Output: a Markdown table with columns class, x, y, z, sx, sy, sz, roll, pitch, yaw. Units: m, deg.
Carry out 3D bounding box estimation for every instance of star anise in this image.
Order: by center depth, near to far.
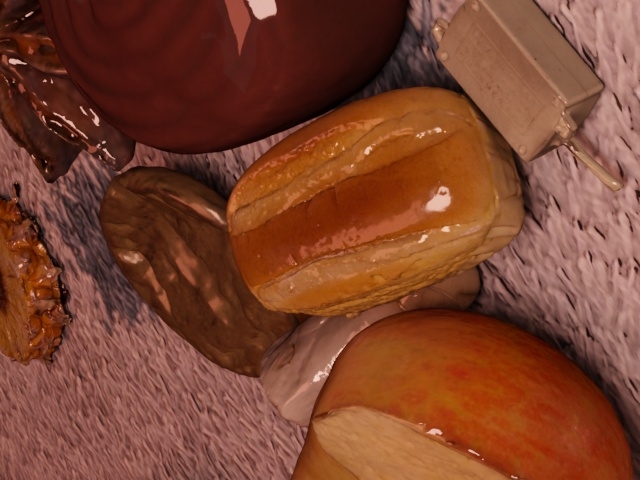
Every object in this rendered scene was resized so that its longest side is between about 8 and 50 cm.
| class | x | y | z | sx | sy | sz | roll | pitch | yaw |
| --- | --- | --- | --- | --- | --- | --- | --- | --- | --- |
| star anise | -0.258 | -0.202 | 1.766 | 0.332 | 0.117 | 0.331 | 36 | 145 | 30 |

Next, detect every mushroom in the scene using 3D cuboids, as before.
| class | x | y | z | sx | sy | sz | roll | pitch | yaw |
| --- | --- | --- | --- | --- | --- | --- | --- | --- | --- |
| mushroom | 0.042 | 0.066 | 1.548 | 0.223 | 0.092 | 0.081 | -40 | 74 | 36 |

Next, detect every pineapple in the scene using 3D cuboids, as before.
| class | x | y | z | sx | sy | sz | roll | pitch | yaw |
| --- | --- | --- | --- | --- | --- | --- | --- | --- | --- |
| pineapple | -0.336 | 0.035 | 2.077 | 0.221 | 0.047 | 0.221 | 31 | 132 | 41 |

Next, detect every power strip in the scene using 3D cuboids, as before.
| class | x | y | z | sx | sy | sz | roll | pitch | yaw |
| --- | --- | --- | --- | --- | --- | --- | --- | --- | --- |
| power strip | 0.150 | -0.101 | 1.347 | 0.175 | 0.042 | 0.075 | 53 | 144 | 15 |

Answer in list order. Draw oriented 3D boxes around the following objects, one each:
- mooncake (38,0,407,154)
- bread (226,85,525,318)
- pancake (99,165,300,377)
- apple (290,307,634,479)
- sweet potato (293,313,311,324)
| class | x | y | z | sx | sy | sz | roll | pitch | yaw |
| --- | --- | --- | --- | --- | --- | --- | --- | --- | --- |
| mooncake | -0.088 | -0.219 | 1.479 | 0.326 | 0.174 | 0.334 | 39 | 139 | 36 |
| bread | 0.032 | -0.025 | 1.429 | 0.236 | 0.106 | 0.140 | -26 | 69 | 35 |
| pancake | -0.100 | 0.026 | 1.745 | 0.242 | 0.050 | 0.242 | 35 | 152 | 22 |
| apple | 0.117 | 0.154 | 1.439 | 0.251 | 0.163 | 0.293 | 26 | 152 | 5 |
| sweet potato | -0.004 | -0.001 | 1.602 | 0.081 | 0.062 | 0.233 | 32 | 137 | 33 |
